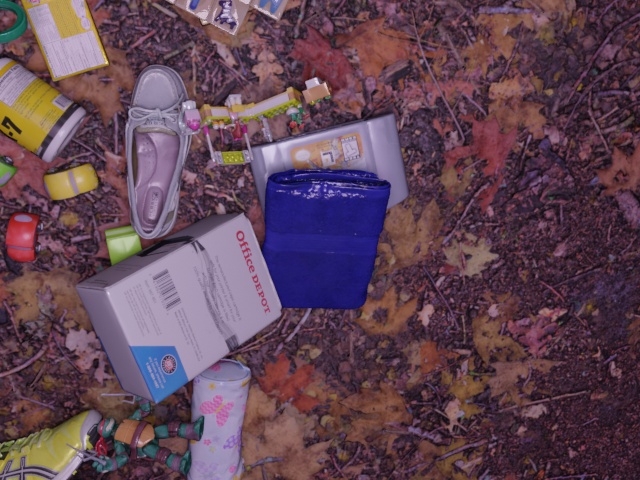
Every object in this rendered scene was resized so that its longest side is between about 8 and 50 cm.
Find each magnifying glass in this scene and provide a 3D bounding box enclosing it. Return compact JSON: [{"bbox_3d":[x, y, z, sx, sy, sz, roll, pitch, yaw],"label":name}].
[{"bbox_3d":[-0.620,-0.381,1.156,0.231,0.092,0.026,6,149,-3],"label":"magnifying glass"}]

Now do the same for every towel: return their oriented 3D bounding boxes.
[{"bbox_3d":[0.000,0.000,1.307,0.227,0.076,0.308,3,127,-7],"label":"towel"}]

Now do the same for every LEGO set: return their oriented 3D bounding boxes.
[{"bbox_3d":[-0.112,-0.208,1.230,0.287,0.132,0.107,-12,81,-15],"label":"LEGO set"}]

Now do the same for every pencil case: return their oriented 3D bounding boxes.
[{"bbox_3d":[-0.210,0.385,1.403,0.124,0.113,0.273,1,105,-16],"label":"pencil case"}]

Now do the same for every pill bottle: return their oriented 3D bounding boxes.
[{"bbox_3d":[-0.529,-0.240,1.177,0.208,0.119,0.119,35,97,-16],"label":"pill bottle"}]

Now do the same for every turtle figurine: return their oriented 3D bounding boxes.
[{"bbox_3d":[-0.353,0.371,1.308,0.234,0.118,0.175,11,64,5],"label":"turtle figurine"}]

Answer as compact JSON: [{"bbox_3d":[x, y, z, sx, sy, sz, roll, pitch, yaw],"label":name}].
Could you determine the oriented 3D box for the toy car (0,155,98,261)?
[{"bbox_3d":[-0.563,-0.097,1.245,0.225,0.053,0.239,41,95,-17],"label":"toy car"}]

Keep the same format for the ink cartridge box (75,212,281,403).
[{"bbox_3d":[-0.247,0.111,1.237,0.307,0.129,0.223,-33,112,-38],"label":"ink cartridge box"}]

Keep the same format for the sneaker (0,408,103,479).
[{"bbox_3d":[-0.607,0.456,1.346,0.384,0.145,0.147,-37,103,-2],"label":"sneaker"}]

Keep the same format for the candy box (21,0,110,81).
[{"bbox_3d":[-0.459,-0.396,1.194,0.105,0.027,0.206,-17,107,-2],"label":"candy box"}]

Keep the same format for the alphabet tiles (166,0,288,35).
[{"bbox_3d":[-0.145,-0.536,1.121,0.285,0.011,0.342,25,100,-15],"label":"alphabet tiles"}]

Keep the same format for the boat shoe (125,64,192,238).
[{"bbox_3d":[-0.298,-0.161,1.230,0.118,0.103,0.320,7,91,-11],"label":"boat shoe"}]

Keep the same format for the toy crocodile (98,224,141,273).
[{"bbox_3d":[-0.352,0.135,1.324,0.115,0.105,0.340,-17,104,-16],"label":"toy crocodile"}]

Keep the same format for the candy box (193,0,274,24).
[{"bbox_3d":[-0.174,-0.553,1.164,0.183,0.087,0.316,-20,107,-3],"label":"candy box"}]

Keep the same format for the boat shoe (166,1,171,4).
[{"bbox_3d":[-0.306,-0.464,1.193,0.133,0.049,0.042,38,124,-23],"label":"boat shoe"}]

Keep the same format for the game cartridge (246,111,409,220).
[{"bbox_3d":[0.021,-0.123,1.333,0.297,0.062,0.198,-15,103,-5],"label":"game cartridge"}]
